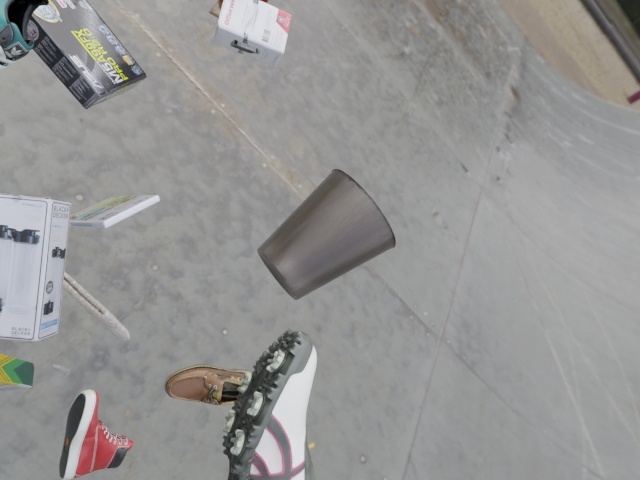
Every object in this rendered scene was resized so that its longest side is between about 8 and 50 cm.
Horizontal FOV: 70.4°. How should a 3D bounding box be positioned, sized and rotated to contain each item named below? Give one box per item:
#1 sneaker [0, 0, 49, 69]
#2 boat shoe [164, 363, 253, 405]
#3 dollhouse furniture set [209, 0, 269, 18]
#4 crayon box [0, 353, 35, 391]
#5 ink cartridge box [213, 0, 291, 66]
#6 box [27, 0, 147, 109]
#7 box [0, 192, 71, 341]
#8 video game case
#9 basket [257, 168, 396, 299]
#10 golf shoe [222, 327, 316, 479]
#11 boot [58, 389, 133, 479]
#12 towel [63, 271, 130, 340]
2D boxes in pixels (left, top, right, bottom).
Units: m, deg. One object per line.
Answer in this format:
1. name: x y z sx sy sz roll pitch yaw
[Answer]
1. sneaker: -0.607 -0.354 0.819 0.121 0.108 0.302 26 88 -15
2. boat shoe: -0.338 0.469 1.460 0.308 0.104 0.110 3 102 -23
3. dollhouse furniture set: -0.216 -0.583 0.931 0.259 0.262 0.135 29 65 1
4. crayon box: -0.994 0.373 1.278 0.203 0.318 0.081 -5 67 -6
5. ink cartridge box: -0.136 -0.426 0.910 0.135 0.056 0.099 16 73 -20
6. box: -0.561 -0.457 1.048 0.270 0.060 0.216 53 26 -19
7. box: -0.627 0.050 0.933 0.169 0.087 0.289 4 90 -2
8. video game case: -0.658 -0.093 1.423 0.227 0.207 0.026 -46 132 -53
9. basket: 0.000 0.000 0.910 0.227 0.154 0.204 -37 87 -14
10. golf shoe: -0.047 0.227 0.461 0.120 0.105 0.272 22 85 -15
11. boot: -0.589 0.514 1.233 0.176 0.088 0.244 9 99 -43
12. towel: -0.784 0.228 1.558 0.282 0.187 0.049 30 63 24
